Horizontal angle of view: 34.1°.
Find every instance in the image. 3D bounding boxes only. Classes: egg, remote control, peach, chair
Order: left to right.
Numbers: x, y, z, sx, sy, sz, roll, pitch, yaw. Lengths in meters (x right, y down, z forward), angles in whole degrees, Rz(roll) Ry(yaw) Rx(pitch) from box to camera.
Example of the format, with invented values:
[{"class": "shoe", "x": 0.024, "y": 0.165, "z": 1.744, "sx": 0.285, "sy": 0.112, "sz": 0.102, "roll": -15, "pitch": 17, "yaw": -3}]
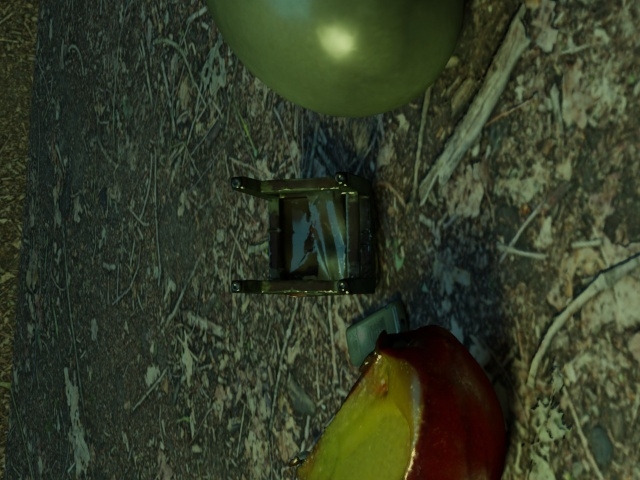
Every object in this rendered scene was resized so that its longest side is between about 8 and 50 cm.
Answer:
[{"class": "chair", "x": 0.000, "y": 0.000, "z": 1.245, "sx": 0.270, "sy": 0.147, "sz": 0.136, "roll": 16, "pitch": -107, "yaw": -74}, {"class": "egg", "x": 0.007, "y": -0.275, "z": 1.067, "sx": 0.352, "sy": 0.258, "sz": 0.258, "roll": 63, "pitch": 142, "yaw": 35}, {"class": "remote control", "x": 0.064, "y": 0.110, "z": 1.218, "sx": 0.124, "sy": 0.017, "sz": 0.053, "roll": -39, "pitch": 58, "yaw": 56}, {"class": "peach", "x": 0.102, "y": 0.201, "z": 1.012, "sx": 0.267, "sy": 0.153, "sz": 0.159, "roll": -62, "pitch": 38, "yaw": 31}]

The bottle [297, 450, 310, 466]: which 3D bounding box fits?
[{"class": "bottle", "x": 0.033, "y": 0.276, "z": 1.242, "sx": 0.217, "sy": 0.060, "sz": 0.060, "roll": -8, "pitch": 84, "yaw": 63}]
